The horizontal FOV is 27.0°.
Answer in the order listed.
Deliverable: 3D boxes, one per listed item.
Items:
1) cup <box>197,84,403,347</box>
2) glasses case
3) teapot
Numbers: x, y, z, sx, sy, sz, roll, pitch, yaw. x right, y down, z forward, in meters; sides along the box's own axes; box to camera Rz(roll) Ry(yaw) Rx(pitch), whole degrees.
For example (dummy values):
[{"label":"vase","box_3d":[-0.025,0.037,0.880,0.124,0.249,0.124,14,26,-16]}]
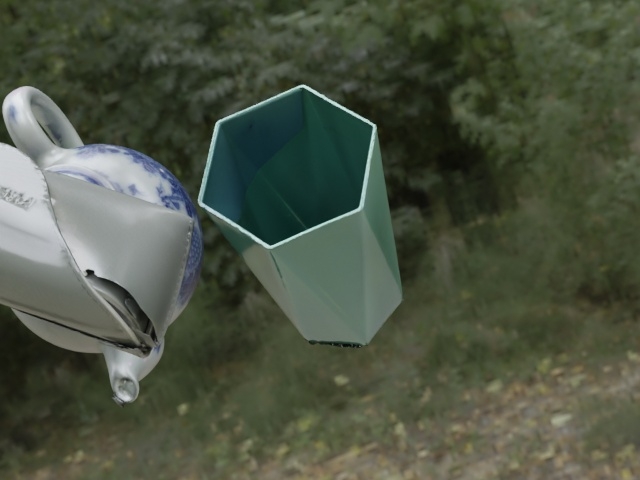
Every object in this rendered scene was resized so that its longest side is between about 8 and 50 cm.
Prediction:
[{"label":"cup","box_3d":[0.000,0.000,1.116,0.134,0.236,0.148,5,61,18]},{"label":"glasses case","box_3d":[-0.245,-0.020,1.001,0.308,0.083,0.128,19,55,9]},{"label":"teapot","box_3d":[-0.276,0.003,1.578,0.252,0.424,0.280,-27,-17,11]}]
